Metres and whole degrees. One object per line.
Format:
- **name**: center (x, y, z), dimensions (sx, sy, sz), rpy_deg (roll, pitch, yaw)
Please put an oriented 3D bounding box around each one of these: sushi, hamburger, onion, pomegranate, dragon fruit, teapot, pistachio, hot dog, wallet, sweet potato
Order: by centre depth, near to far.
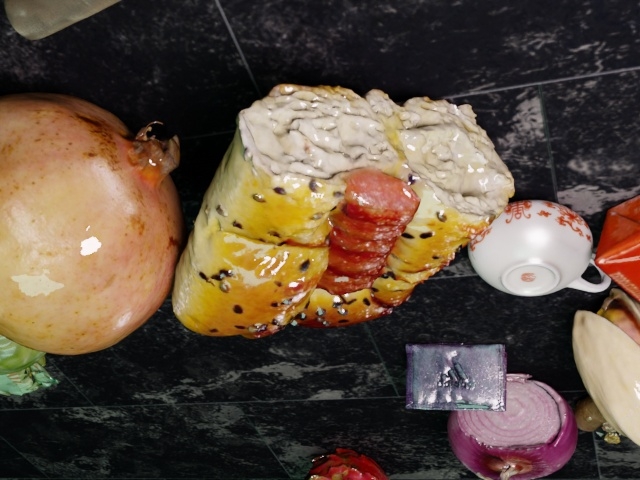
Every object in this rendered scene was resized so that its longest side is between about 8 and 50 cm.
- **hot dog**: center (0.000, 0.000, 0.992), dimensions (0.367, 0.196, 0.365), rpy_deg (1, 150, -32)
- **pomegranate**: center (-0.309, -0.033, 1.003), dimensions (0.338, 0.338, 0.338), rpy_deg (7, 139, 6)
- **teapot**: center (0.291, 0.017, 1.084), dimensions (0.245, 0.116, 0.159), rpy_deg (24, 127, -23)
- **pistachio**: center (0.451, 0.183, 1.147), dimensions (0.157, 0.157, 0.229), rpy_deg (-39, 75, 42)
- **sweet potato**: center (0.468, 0.224, 1.302), dimensions (0.067, 0.059, 0.281), rpy_deg (-1, 140, 1)
- **wallet**: center (0.223, 0.225, 1.329), dimensions (0.166, 0.111, 0.030), rpy_deg (0, 166, 12)
- **onion**: center (0.325, 0.327, 1.376), dimensions (0.207, 0.200, 0.200), rpy_deg (-26, 133, -1)
- **sushi**: center (0.534, 0.324, 1.426), dimensions (0.126, 0.026, 0.120), rpy_deg (-24, 127, 34)
- **hamburger**: center (-0.583, 0.210, 1.487), dimensions (0.235, 0.125, 0.214), rpy_deg (4, 145, 14)
- **dragon fruit**: center (0.055, 0.532, 1.654), dimensions (0.210, 0.205, 0.268), rpy_deg (-5, 175, -4)

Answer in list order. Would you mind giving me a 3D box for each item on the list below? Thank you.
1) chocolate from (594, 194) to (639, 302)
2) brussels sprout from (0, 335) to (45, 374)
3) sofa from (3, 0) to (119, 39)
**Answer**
- **chocolate**: center (0.505, 0.009, 1.013), dimensions (0.237, 0.108, 0.235), rpy_deg (34, 134, -26)
- **brussels sprout**: center (-0.511, 0.096, 1.284), dimensions (0.244, 0.244, 0.244), rpy_deg (7, 139, 6)
- **sofa**: center (-0.293, -0.325, 0.757), dimensions (0.200, 0.182, 0.258), rpy_deg (-14, 133, 28)
